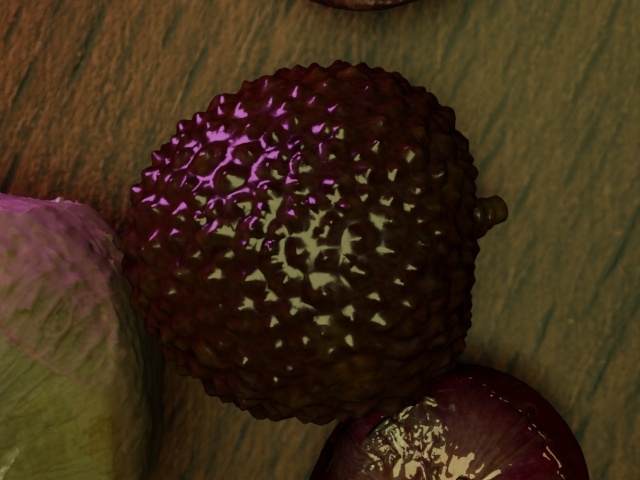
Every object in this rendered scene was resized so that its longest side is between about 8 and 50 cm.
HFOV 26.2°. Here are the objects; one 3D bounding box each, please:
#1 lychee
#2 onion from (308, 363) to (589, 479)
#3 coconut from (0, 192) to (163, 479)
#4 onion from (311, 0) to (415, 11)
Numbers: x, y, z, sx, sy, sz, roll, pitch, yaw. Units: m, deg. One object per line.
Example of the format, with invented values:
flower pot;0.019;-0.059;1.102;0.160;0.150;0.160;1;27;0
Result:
lychee;0.000;0.000;1.051;0.304;0.276;0.275;-9;94;-10
onion;0.101;0.223;1.121;0.248;0.161;0.248;0;87;-1
coconut;-0.314;0.144;1.052;0.404;0.404;0.404;0;95;6
onion;0.037;-0.262;1.097;0.230;0.163;0.230;-8;53;11
